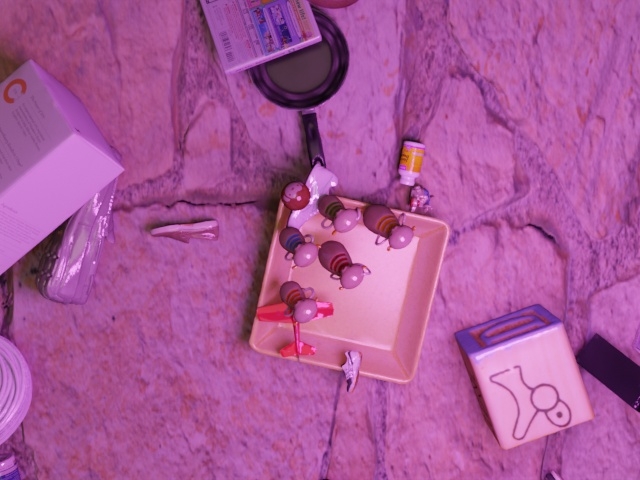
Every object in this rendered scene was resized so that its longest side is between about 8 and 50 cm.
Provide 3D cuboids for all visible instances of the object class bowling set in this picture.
[{"bbox_3d":[0.000,0.000,1.682,0.287,0.154,0.200,-44,119,0],"label":"bowling set"}]

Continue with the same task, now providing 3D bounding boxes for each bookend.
[{"bbox_3d":[0.608,0.275,1.868,0.072,0.156,0.157,-52,51,6],"label":"bookend"}]

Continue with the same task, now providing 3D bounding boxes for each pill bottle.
[{"bbox_3d":[-0.638,0.498,1.902,0.067,0.067,0.120,-13,97,1],"label":"pill bottle"},{"bbox_3d":[0.176,-0.151,1.836,0.043,0.043,0.083,11,97,-2],"label":"pill bottle"}]

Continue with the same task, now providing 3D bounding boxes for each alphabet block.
[{"bbox_3d":[0.389,0.258,1.815,0.192,0.193,0.197,-19,97,4],"label":"alphabet block"}]

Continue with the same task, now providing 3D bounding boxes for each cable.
[{"bbox_3d":[-0.685,0.291,1.801,0.257,0.089,0.257,12,58,7],"label":"cable"}]

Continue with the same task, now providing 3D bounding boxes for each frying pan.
[{"bbox_3d":[-0.007,-0.294,1.812,0.197,0.053,0.326,-33,96,3],"label":"frying pan"}]

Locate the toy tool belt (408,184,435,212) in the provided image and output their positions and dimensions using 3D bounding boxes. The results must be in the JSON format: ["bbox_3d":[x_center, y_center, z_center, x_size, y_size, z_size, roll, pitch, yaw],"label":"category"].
[{"bbox_3d":[0.199,-0.080,1.826,0.051,0.083,0.052,6,106,1],"label":"toy tool belt"}]

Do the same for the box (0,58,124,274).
[{"bbox_3d":[-0.575,-0.123,1.732,0.345,0.168,0.215,-39,62,5],"label":"box"}]

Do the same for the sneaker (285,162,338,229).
[{"bbox_3d":[-0.018,-0.066,1.762,0.061,0.054,0.152,27,96,-6],"label":"sneaker"}]

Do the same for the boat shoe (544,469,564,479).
[{"bbox_3d":[0.508,0.575,1.910,0.079,0.084,0.233,-27,100,3],"label":"boat shoe"}]

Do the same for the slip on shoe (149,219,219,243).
[{"bbox_3d":[-0.266,-0.014,1.850,0.135,0.051,0.041,-7,95,-7],"label":"slip on shoe"}]

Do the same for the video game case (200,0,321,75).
[{"bbox_3d":[-0.121,-0.439,1.776,0.193,0.023,0.212,-20,78,3],"label":"video game case"}]

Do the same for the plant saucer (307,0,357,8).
[{"bbox_3d":[0.018,-0.518,1.765,0.168,0.029,0.169,3,78,-15],"label":"plant saucer"}]

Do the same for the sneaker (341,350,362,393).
[{"bbox_3d":[0.057,0.252,1.817,0.036,0.032,0.083,11,92,12],"label":"sneaker"}]

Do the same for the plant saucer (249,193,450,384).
[{"bbox_3d":[0.055,0.084,1.848,0.332,0.081,0.333,13,98,-2],"label":"plant saucer"}]

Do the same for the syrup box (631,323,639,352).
[{"bbox_3d":[0.751,0.210,1.859,0.236,0.096,0.093,16,97,-3],"label":"syrup box"}]

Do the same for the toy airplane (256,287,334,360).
[{"bbox_3d":[-0.048,0.162,1.802,0.151,0.028,0.151,0,97,-2],"label":"toy airplane"}]

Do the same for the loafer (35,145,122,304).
[{"bbox_3d":[-0.450,-0.029,1.829,0.111,0.112,0.320,21,92,-41],"label":"loafer"}]

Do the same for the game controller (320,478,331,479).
[{"bbox_3d":[0.047,0.598,1.813,0.067,0.319,0.167,17,99,-35],"label":"game controller"}]
